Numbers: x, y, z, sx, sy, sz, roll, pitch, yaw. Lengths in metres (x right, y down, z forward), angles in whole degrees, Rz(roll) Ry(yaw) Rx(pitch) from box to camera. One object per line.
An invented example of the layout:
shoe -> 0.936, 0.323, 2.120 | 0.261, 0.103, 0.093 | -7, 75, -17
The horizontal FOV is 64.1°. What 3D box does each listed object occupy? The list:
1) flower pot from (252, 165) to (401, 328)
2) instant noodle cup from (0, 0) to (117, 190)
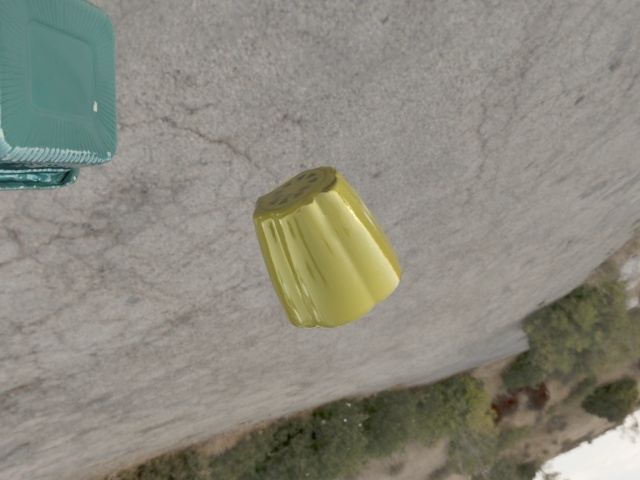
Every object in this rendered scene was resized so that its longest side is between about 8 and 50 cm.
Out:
flower pot -> 0.000, 0.000, 0.739 | 0.195, 0.195, 0.179 | -26, 116, 0
instant noodle cup -> -0.200, -0.111, 0.343 | 0.070, 0.157, 0.179 | 2, -172, 9
